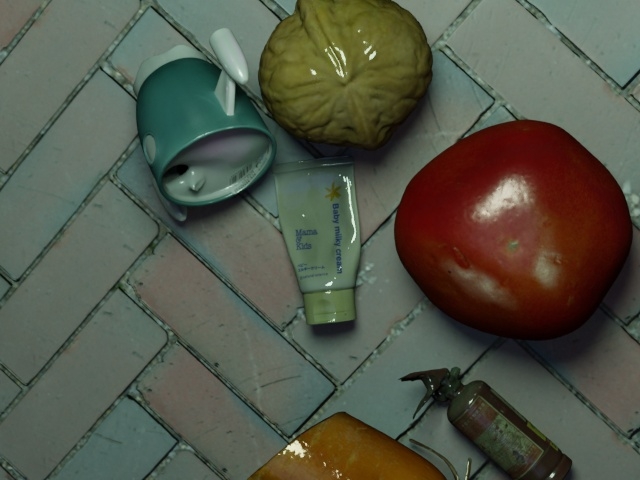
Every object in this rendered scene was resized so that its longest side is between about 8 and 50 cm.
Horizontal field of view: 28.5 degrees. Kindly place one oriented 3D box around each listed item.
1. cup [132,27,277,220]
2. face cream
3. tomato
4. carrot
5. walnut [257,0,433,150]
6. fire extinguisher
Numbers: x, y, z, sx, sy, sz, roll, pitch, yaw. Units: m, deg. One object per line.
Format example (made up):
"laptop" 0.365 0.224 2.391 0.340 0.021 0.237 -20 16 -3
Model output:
"cup" -0.167 -0.158 1.648 0.173 0.167 0.299 61 141 27
"face cream" 0.000 0.000 1.712 0.114 0.070 0.224 -7 90 11
"tomato" 0.239 -0.011 1.577 0.299 0.226 0.298 2 98 13
"carrot" 0.076 0.360 1.690 0.331 0.214 0.193 34 133 7
"walnut" 0.030 -0.214 1.582 0.228 0.228 0.228 2 100 10
"fire extinguisher" 0.218 0.246 1.685 0.252 0.106 0.075 42 121 1
